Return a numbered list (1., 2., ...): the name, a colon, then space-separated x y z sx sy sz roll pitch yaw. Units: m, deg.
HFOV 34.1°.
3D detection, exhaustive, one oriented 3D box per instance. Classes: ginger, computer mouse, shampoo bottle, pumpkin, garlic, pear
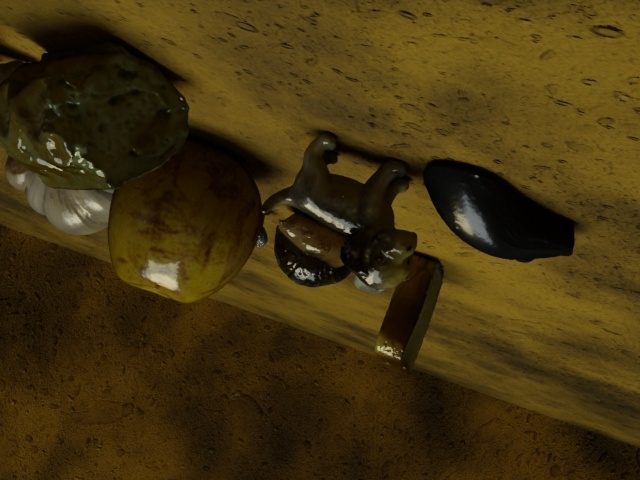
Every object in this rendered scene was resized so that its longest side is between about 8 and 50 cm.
1. ginger: -0.002 0.001 2.016 0.190 0.069 0.095 29 167 -40
2. computer mouse: 0.243 -0.023 1.469 0.264 0.088 0.147 23 171 -29
3. shampoo bottle: 0.108 0.091 2.323 0.077 0.045 0.152 19 167 -5
4. pumpkin: -0.017 0.043 2.147 0.183 0.108 0.119 18 174 2
5. garlic: -0.484 -0.109 2.053 0.281 0.185 0.203 14 -173 22
6. pear: -0.230 -0.031 1.766 0.280 0.281 0.281 19 169 4

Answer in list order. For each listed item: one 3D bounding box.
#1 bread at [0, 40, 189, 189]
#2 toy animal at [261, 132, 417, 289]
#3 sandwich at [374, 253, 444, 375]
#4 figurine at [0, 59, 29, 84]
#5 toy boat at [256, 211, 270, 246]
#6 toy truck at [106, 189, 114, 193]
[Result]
1. bread: -0.337 -0.175 1.473 0.252 0.238 0.196 4 121 43
2. toy animal: 0.054 -0.045 1.488 0.233 0.169 0.121 33 169 2
3. sandwich: 0.174 0.145 2.026 0.065 0.215 0.186 18 168 16
4. figurine: -0.589 -0.269 1.567 0.308 0.143 0.308 1 164 0
5. toy boat: -0.226 -0.045 1.985 0.321 0.089 0.121 9 -175 -41
6. toy truck: -0.420 -0.165 1.832 0.253 0.124 0.114 28 170 -29
